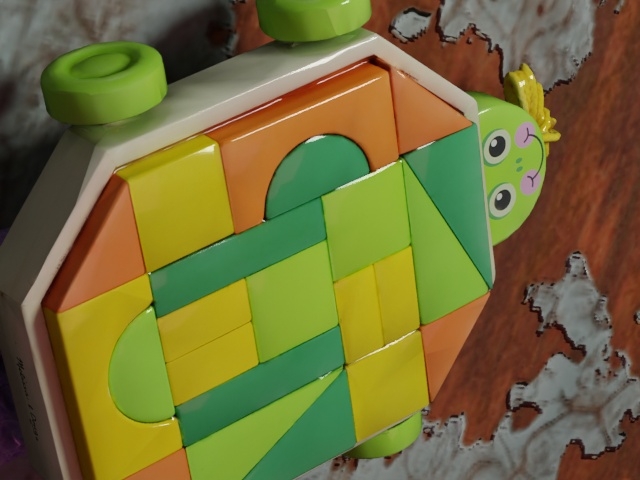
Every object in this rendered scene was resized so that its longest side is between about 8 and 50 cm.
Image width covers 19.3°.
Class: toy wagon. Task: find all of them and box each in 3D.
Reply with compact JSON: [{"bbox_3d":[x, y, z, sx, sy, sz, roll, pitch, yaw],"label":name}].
[{"bbox_3d":[0.000,0.000,0.945,0.344,0.068,0.267,-25,123,-27],"label":"toy wagon"}]

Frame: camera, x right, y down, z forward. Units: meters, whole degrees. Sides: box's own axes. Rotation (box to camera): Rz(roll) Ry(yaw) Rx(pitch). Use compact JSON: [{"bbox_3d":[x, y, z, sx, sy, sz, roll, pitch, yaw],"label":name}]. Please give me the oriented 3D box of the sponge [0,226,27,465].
[{"bbox_3d":[-0.103,0.031,0.947,0.210,0.031,0.117,-22,123,-29],"label":"sponge"}]
